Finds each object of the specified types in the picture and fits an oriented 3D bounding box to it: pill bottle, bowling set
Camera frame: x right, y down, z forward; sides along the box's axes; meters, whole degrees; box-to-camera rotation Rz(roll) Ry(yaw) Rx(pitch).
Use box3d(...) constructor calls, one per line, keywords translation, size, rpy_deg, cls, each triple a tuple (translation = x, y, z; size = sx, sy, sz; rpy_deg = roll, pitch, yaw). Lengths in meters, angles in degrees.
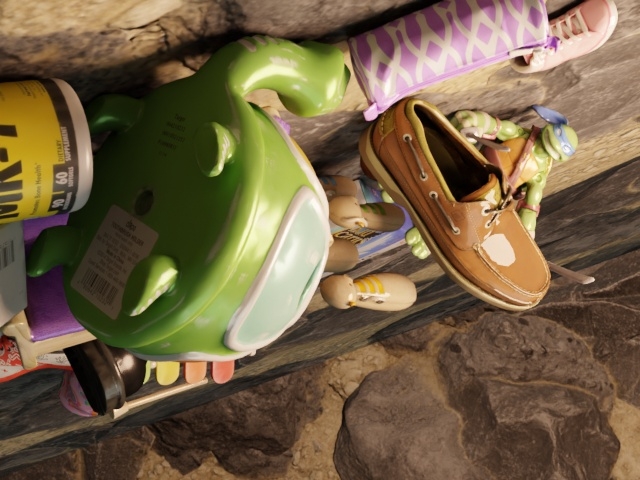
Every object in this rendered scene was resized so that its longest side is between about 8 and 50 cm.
box3d(translation=(-0.307, -0.067, 0.935), size=(0.208, 0.119, 0.119), rpy_deg=(-12, 165, -30), cls="pill bottle")
box3d(translation=(0.008, -0.044, 1.446), size=(0.287, 0.200, 0.154), rpy_deg=(25, -165, 40), cls="bowling set")

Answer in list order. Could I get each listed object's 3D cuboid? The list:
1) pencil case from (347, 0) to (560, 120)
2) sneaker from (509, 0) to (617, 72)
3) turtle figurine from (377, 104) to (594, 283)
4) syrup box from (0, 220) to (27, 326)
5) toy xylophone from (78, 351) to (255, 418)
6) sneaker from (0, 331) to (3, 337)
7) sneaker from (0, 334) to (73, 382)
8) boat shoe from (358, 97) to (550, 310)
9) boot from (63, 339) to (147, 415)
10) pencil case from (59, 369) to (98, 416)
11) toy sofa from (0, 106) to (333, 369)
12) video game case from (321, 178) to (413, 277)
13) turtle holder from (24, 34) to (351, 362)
box3d(translation=(0.129, -0.191, 1.107), size=(0.206, 0.088, 0.086), rpy_deg=(-20, 164, 6), cls="pencil case")
box3d(translation=(0.262, -0.222, 1.240), size=(0.070, 0.051, 0.134), rpy_deg=(-16, 171, -35), cls="sneaker")
box3d(translation=(0.203, -0.064, 1.494), size=(0.266, 0.275, 0.198), rpy_deg=(-24, 132, 36), cls="turtle figurine")
box3d(translation=(-0.392, 0.024, 1.003), size=(0.236, 0.096, 0.093), rpy_deg=(4, -163, 10), cls="syrup box")
box3d(translation=(-0.253, 0.180, 1.852), size=(0.322, 0.236, 0.081), rpy_deg=(-19, -147, -25), cls="toy xylophone")
box3d(translation=(-0.571, 0.155, 1.435), size=(0.365, 0.137, 0.210), rpy_deg=(-12, 165, -45), cls="sneaker")
box3d(translation=(-0.441, 0.136, 1.651), size=(0.270, 0.090, 0.145), rpy_deg=(-3, 142, 11), cls="sneaker")
box3d(translation=(0.177, -0.038, 1.350), size=(0.104, 0.307, 0.111), rpy_deg=(-34, -165, 52), cls="boat shoe")
box3d(translation=(-0.206, 0.082, 1.426), size=(0.260, 0.131, 0.348), rpy_deg=(-26, -165, -13), cls="boot")
box3d(translation=(-0.390, 0.231, 2.015), size=(0.124, 0.124, 0.284), rpy_deg=(-12, 164, -26), cls="pencil case")
box3d(translation=(-0.180, -0.003, 1.222), size=(0.362, 0.150, 0.177), rpy_deg=(-15, 153, -16), cls="toy sofa")
box3d(translation=(0.000, 0.000, 1.741), size=(0.244, 0.061, 0.269), rpy_deg=(-24, 165, 15), cls="video game case")
box3d(translation=(-0.105, -0.037, 1.074), size=(0.243, 0.320, 0.227), rpy_deg=(-10, 154, 38), cls="turtle holder")
